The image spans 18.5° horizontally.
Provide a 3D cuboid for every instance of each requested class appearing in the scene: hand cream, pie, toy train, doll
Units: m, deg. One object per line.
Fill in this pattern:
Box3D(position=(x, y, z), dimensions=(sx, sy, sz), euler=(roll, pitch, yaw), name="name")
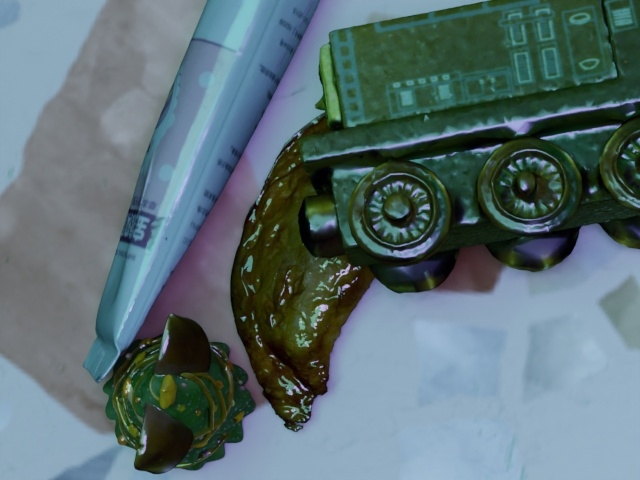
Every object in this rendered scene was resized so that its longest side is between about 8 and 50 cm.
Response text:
Box3D(position=(-0.048, -0.078, 1.034), dimensions=(0.058, 0.085, 0.331), euler=(23, 87, -15), name="hand cream")
Box3D(position=(-0.001, -0.002, 1.020), dimensions=(0.088, 0.033, 0.191), euler=(29, 90, 25), name="pie")
Box3D(position=(0.095, -0.057, 0.954), dimensions=(0.225, 0.090, 0.137), euler=(-10, 75, 4), name="toy train")
Box3D(position=(-0.063, 0.082, 0.989), dimensions=(0.077, 0.113, 0.078), euler=(15, 83, -16), name="doll")
